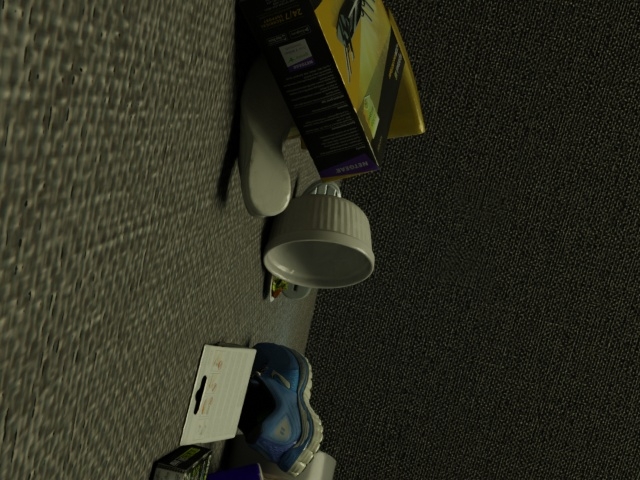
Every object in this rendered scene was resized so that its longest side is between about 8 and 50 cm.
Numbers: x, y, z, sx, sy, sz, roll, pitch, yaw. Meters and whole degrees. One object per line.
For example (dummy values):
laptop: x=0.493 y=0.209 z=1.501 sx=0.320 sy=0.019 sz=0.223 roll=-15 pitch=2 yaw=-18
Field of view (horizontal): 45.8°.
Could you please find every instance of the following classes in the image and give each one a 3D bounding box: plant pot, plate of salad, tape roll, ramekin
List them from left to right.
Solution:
tape roll: x=-0.082 y=0.458 z=1.537 sx=0.219 sy=0.219 sz=0.072 roll=94 pitch=8 yaw=-65
plate of salad: x=-0.072 y=0.032 z=1.579 sx=0.200 sy=0.048 sz=0.200 roll=13 pitch=90 yaw=-85
ramekin: x=0.000 y=0.000 z=1.427 sx=0.207 sy=0.207 sz=0.109 roll=95 pitch=0 yaw=-62
plant pot: x=0.062 y=-0.292 z=1.323 sx=0.212 sy=0.212 sz=0.187 roll=-82 pitch=163 yaw=-63

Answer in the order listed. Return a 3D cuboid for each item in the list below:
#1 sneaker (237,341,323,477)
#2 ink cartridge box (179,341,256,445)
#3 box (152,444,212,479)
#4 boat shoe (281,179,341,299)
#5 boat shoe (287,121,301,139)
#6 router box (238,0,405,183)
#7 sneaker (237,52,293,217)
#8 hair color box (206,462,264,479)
sneaker: x=-0.096 y=0.268 z=1.351 sx=0.130 sy=0.147 sz=0.330 roll=-53 pitch=-158 yaw=10
ink cartridge box: x=-0.163 y=0.224 z=1.119 sx=0.179 sy=0.045 sz=0.145 roll=28 pitch=75 yaw=-67
box: x=-0.194 y=0.370 z=0.974 sx=0.184 sy=0.045 sz=0.190 roll=92 pitch=11 yaw=-84
boat shoe: x=-0.034 y=-0.010 z=1.737 sx=0.094 sy=0.109 sz=0.302 roll=-103 pitch=-149 yaw=-63
boat shoe: x=-0.031 y=-0.228 z=1.096 sx=0.285 sy=0.104 sz=0.089 roll=-86 pitch=162 yaw=-60
router box: x=0.019 y=-0.259 z=0.967 sx=0.309 sy=0.081 sz=0.243 roll=-73 pitch=144 yaw=-51
sneaker: x=-0.076 y=-0.134 z=0.962 sx=0.094 sy=0.080 sz=0.212 roll=173 pitch=-75 yaw=-69
hair color box: x=-0.136 y=0.535 z=1.395 sx=0.339 sy=0.110 sz=0.185 roll=97 pitch=-19 yaw=-65
